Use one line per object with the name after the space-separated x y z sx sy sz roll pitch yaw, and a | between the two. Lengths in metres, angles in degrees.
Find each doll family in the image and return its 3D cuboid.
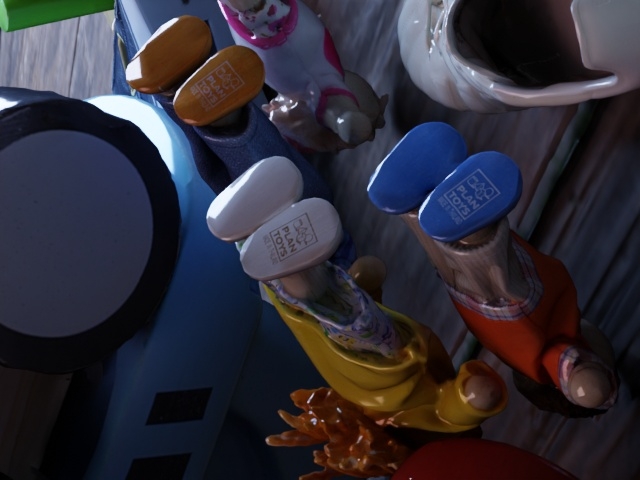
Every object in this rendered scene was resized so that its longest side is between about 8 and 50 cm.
0.000 0.000 0.684 0.263 0.118 0.163 52 179 42 | doll family

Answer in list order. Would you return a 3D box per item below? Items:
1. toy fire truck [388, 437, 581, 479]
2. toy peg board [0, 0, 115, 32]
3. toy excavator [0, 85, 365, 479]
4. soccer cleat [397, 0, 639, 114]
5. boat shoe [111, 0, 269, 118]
0.112 0.196 0.541 0.302 0.169 0.254 -15 117 49 | toy fire truck
-0.139 -0.194 0.959 0.161 0.079 0.161 64 155 22 | toy peg board
-0.073 0.174 0.866 0.222 0.445 0.433 12 82 55 | toy excavator
0.062 -0.071 0.590 0.196 0.076 0.068 4 108 66 | soccer cleat
-0.076 -0.107 0.886 0.083 0.065 0.183 15 120 59 | boat shoe
